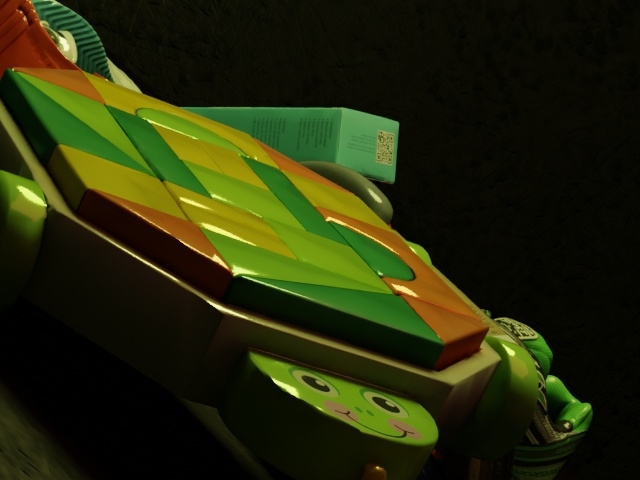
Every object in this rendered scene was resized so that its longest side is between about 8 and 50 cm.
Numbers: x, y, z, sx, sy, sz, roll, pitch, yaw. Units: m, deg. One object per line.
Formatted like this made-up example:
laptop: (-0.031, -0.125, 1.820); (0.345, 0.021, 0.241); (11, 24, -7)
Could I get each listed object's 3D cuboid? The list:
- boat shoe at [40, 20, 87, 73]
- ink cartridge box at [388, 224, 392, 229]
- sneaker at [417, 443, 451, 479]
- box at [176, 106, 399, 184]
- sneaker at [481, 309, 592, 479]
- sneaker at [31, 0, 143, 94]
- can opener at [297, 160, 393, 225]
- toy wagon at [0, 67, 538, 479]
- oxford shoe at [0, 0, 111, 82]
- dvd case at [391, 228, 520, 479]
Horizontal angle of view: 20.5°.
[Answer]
boat shoe: (-0.213, -0.128, 1.291); (0.083, 0.076, 0.226); (44, 3, 38)
ink cartridge box: (0.109, 0.071, 1.709); (0.296, 0.066, 0.261); (23, 52, -83)
sneaker: (0.033, 0.096, 0.892); (0.087, 0.083, 0.221); (0, 16, -13)
box: (-0.056, -0.090, 1.662); (0.244, 0.060, 0.100); (3, -3, 34)
sneaker: (0.080, 0.094, 1.326); (0.343, 0.146, 0.134); (38, 5, -45)
sneaker: (-0.213, -0.132, 1.424); (0.092, 0.087, 0.228); (36, -8, 29)
can opener: (-0.064, -0.036, 1.362); (0.280, 0.093, 0.074); (23, -9, 29)
toy wagon: (-0.029, 0.024, 0.756); (0.267, 0.068, 0.344); (19, 14, -29)
oxford shoe: (-0.202, -0.100, 1.084); (0.271, 0.097, 0.098); (47, -17, 4)
dvd case: (0.060, 0.102, 0.994); (0.018, 0.164, 0.221); (0, 16, -16)
